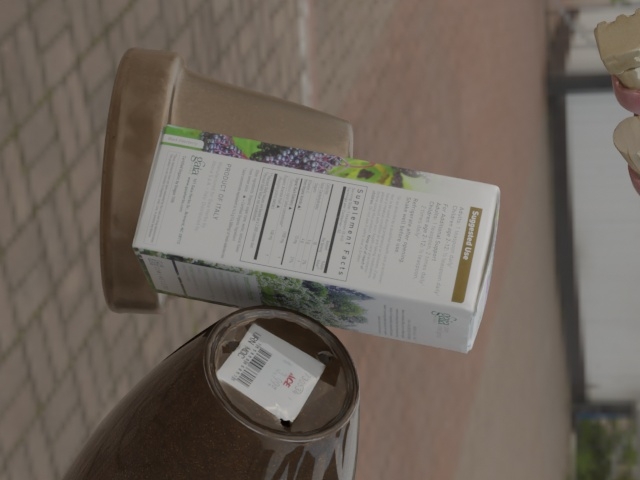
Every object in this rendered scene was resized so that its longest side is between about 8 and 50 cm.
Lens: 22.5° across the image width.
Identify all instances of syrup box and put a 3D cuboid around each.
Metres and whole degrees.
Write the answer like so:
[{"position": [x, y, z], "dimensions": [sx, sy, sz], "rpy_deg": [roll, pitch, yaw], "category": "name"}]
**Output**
[{"position": [0.000, 0.000, 1.101], "dimensions": [0.093, 0.237, 0.096], "rpy_deg": [82, 19, -69], "category": "syrup box"}]

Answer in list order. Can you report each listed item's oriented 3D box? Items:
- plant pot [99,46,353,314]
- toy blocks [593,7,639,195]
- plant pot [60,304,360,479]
[{"position": [-0.086, -0.052, 1.577], "dimensions": [0.263, 0.229, 0.263], "rpy_deg": [-176, -90, -89], "category": "plant pot"}, {"position": [0.444, -0.208, 1.699], "dimensions": [0.260, 0.288, 0.309], "rpy_deg": [35, 41, -58], "category": "toy blocks"}, {"position": [-0.062, 0.155, 1.118], "dimensions": [0.230, 0.215, 0.215], "rpy_deg": [117, -10, -46], "category": "plant pot"}]
